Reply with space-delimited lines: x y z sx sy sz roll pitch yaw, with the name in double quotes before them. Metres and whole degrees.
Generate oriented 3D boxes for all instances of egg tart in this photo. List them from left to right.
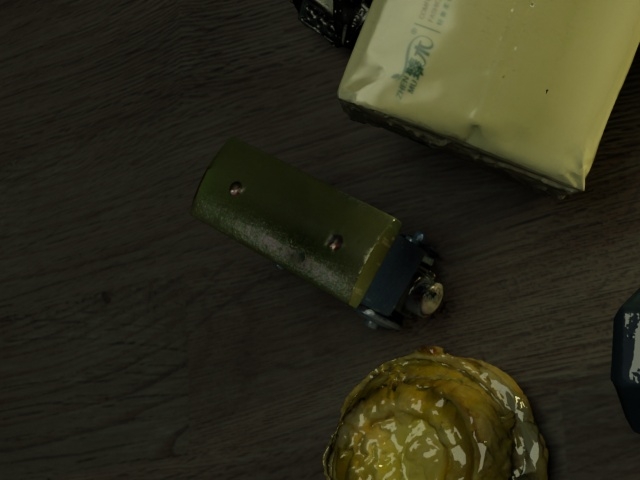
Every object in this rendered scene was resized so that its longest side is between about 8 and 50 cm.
"egg tart" 0.117 0.251 1.442 0.279 0.095 0.279 -9 71 27

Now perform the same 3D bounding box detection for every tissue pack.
"tissue pack" 0.217 -0.266 1.423 0.297 0.207 0.380 21 92 3

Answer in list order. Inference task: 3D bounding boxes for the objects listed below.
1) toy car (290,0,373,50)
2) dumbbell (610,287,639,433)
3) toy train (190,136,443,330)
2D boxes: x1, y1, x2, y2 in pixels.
"toy car" 0.044 -0.381 1.604 0.193 0.118 0.301 50 142 26
"dumbbell" 0.455 0.121 1.253 0.325 0.160 0.144 0 46 31
"toy train" 0.000 0.000 1.528 0.300 0.202 0.131 28 90 34
